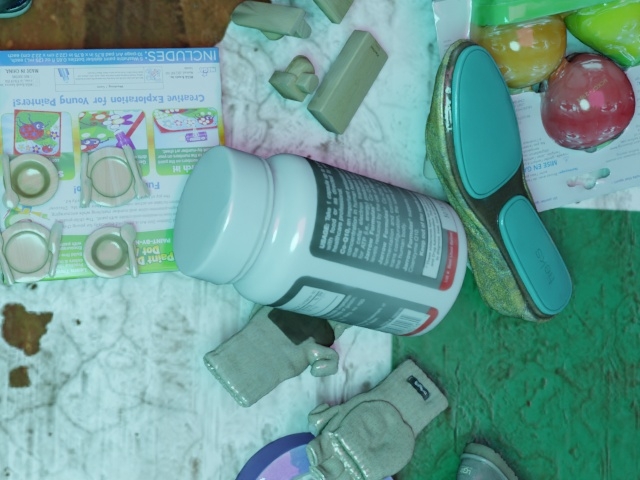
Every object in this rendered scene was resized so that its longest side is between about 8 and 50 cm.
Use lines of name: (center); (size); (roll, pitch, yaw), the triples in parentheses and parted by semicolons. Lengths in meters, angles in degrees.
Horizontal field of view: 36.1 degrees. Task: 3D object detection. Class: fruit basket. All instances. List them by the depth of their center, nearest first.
fruit basket: (0.298, -0.220, 1.193); (0.326, 0.165, 0.353); (-15, 112, -8)

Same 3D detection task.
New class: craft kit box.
craft kit box: (-0.225, -0.083, 1.073); (0.249, 0.061, 0.247); (-3, 85, -16)

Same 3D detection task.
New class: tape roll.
tape roll: (-0.007, 0.313, 1.096); (0.188, 0.080, 0.189); (1, 87, -16)

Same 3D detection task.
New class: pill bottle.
pill bottle: (0.000, 0.000, 1.043); (0.283, 0.161, 0.161); (16, 82, -29)

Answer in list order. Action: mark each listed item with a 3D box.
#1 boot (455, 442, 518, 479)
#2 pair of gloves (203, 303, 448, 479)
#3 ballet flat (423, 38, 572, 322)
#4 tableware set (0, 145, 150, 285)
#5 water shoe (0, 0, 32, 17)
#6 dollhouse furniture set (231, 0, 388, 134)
boot: (0.166, 0.358, 1.107); (0.190, 0.076, 0.209); (46, 59, -24)
pair of gloves: (0.007, 0.159, 1.081); (0.240, 0.042, 0.204); (43, 45, 4)
ballet flat: (0.181, -0.057, 1.126); (0.123, 0.123, 0.349); (-31, 111, -15)
tableware set: (-0.260, -0.027, 1.023); (0.168, 0.020, 0.141); (-3, 88, -16)
water shoe: (-0.403, -0.272, 1.020); (0.203, 0.080, 0.073); (-5, 88, -16)
dollhouse furniture set: (-0.021, -0.233, 1.152); (0.151, 0.123, 0.144); (42, 75, -45)
